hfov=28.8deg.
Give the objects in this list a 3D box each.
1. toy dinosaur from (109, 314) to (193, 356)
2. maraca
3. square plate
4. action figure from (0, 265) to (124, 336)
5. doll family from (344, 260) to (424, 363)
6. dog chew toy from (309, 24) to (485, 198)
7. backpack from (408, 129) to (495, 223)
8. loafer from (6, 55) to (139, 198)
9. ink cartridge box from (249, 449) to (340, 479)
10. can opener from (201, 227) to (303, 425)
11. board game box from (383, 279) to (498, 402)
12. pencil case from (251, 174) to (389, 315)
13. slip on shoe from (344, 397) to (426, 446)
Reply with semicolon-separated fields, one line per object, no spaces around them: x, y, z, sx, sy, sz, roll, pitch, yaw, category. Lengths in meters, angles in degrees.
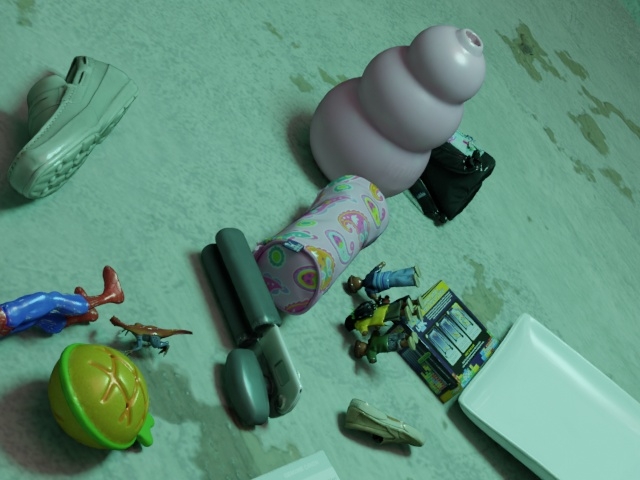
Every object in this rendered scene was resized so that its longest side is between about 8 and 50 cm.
-0.215;0.107;1.510;0.047;0.090;0.082;54;-2;38;toy dinosaur
-0.237;0.176;1.388;0.185;0.099;0.127;34;34;-67;maraca
0.399;0.299;1.974;0.347;0.049;0.344;40;32;7;square plate
-0.360;0.054;1.379;0.280;0.091;0.139;-20;77;-56;action figure
0.088;0.101;1.835;0.193;0.111;0.076;-65;138;-58;doll family
0.134;-0.214;1.996;0.206;0.332;0.207;30;37;-26;dog chew toy
0.204;-0.141;2.192;0.182;0.152;0.115;41;26;13;backpack
-0.337;-0.154;1.614;0.111;0.112;0.319;36;26;-8;loafer
-0.032;0.388;1.425;0.275;0.060;0.239;-11;63;-53;ink cartridge box
-0.097;0.107;1.633;0.093;0.074;0.280;10;47;-42;can opener
0.190;0.154;1.933;0.141;0.048;0.170;47;33;4;board game box
0.000;0.000;1.816;0.124;0.124;0.284;47;34;0;pencil case
0.088;0.262;1.714;0.135;0.051;0.041;33;74;-34;slip on shoe
